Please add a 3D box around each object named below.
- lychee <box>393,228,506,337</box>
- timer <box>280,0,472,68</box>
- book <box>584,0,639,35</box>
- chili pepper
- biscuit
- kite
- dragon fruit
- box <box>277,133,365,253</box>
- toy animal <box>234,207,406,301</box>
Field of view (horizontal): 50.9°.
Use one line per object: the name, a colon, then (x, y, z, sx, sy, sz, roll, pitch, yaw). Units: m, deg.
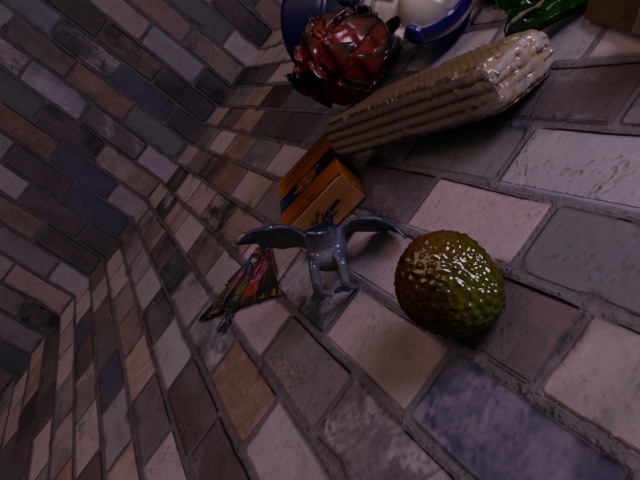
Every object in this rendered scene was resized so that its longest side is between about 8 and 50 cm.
lychee: (0.135, 0.046, 0.729, 0.114, 0.114, 0.146, -52, 40, 3)
timer: (0.131, -0.440, 1.325, 0.384, 0.270, 0.270, 17, 71, 50)
book: (0.380, -0.362, 0.818, 0.138, 0.016, 0.198, -99, 13, -63)
chili pepper: (0.345, -0.367, 0.945, 0.224, 0.061, 0.098, -33, 70, 9)
biscuit: (0.166, -0.221, 1.058, 0.144, 0.078, 0.426, -39, 17, -25)
kite: (-0.143, 0.083, 1.331, 0.321, 0.016, 0.233, -21, 36, 50)
dragon fruit: (0.038, -0.328, 1.191, 0.182, 0.182, 0.188, -101, 27, -61)
box: (-0.006, -0.095, 1.257, 0.152, 0.070, 0.237, -45, 25, 16)
toy animal: (0.000, 0.000, 0.999, 0.255, 0.239, 0.176, 80, -179, -65)
